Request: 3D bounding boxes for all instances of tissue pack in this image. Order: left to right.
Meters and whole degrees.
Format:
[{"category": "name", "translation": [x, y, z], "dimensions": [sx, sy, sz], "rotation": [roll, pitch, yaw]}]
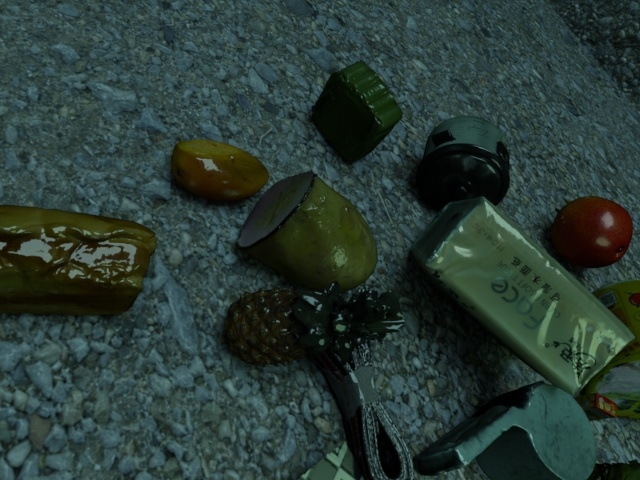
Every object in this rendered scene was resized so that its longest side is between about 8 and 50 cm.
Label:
[{"category": "tissue pack", "translation": [0.416, 0.103, 1.075], "dimensions": [0.405, 0.332, 0.205], "rotation": [41, 94, 1]}]

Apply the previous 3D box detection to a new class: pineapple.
[{"category": "pineapple", "translation": [-0.011, 0.145, 0.827], "dimensions": [0.170, 0.309, 0.141], "rotation": [63, 31, -25]}]

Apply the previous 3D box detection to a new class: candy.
[{"category": "candy", "translation": [0.636, 0.404, 1.143], "dimensions": [0.062, 0.122, 0.038], "rotation": [30, 55, -10]}]

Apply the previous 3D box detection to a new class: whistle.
[{"category": "whistle", "translation": [0.376, 0.393, 0.974], "dimensions": [0.404, 0.168, 0.188], "rotation": [16, 56, -21]}]

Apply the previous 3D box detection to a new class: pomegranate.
[{"category": "pomegranate", "translation": [0.820, -0.034, 1.470], "dimensions": [0.220, 0.221, 0.257], "rotation": [17, 28, -19]}]

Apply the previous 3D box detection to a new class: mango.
[{"category": "mango", "translation": [-0.212, -0.148, 1.027], "dimensions": [0.217, 0.102, 0.141], "rotation": [3, 37, -31]}]

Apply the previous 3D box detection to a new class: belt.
[{"category": "belt", "translation": [0.072, 0.302, 0.909], "dimensions": [0.126, 0.094, 0.360], "rotation": [-4, 63, -32]}]

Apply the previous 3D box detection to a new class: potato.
[{"category": "potato", "translation": [0.000, 0.000, 1.004], "dimensions": [0.266, 0.229, 0.229], "rotation": [39, 48, -22]}]

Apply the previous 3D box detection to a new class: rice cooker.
[{"category": "rice cooker", "translation": [0.390, -0.198, 1.302], "dimensions": [0.281, 0.241, 0.227], "rotation": [53, 40, -30]}]

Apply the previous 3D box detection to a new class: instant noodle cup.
[{"category": "instant noodle cup", "translation": [0.832, 0.272, 1.231], "dimensions": [0.325, 0.326, 0.254], "rotation": [25, 44, -14]}]

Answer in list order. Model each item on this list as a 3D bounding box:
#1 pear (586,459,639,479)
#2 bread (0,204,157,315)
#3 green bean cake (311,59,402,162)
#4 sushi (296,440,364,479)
[{"category": "pear", "translation": [0.577, 0.575, 0.929], "dimensions": [0.255, 0.238, 0.164], "rotation": [-35, 88, -41]}, {"category": "bread", "translation": [-0.439, 0.025, 0.733], "dimensions": [0.343, 0.195, 0.149], "rotation": [6, 65, -29]}, {"category": "green bean cake", "translation": [0.089, -0.326, 1.231], "dimensions": [0.113, 0.214, 0.200], "rotation": [-31, 80, -32]}, {"category": "sushi", "translation": [-0.019, 0.510, 0.758], "dimensions": [0.290, 0.050, 0.264], "rotation": [-25, 90, -40]}]
